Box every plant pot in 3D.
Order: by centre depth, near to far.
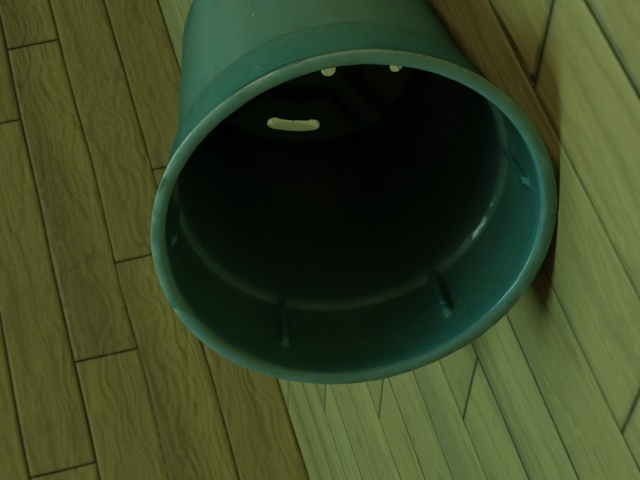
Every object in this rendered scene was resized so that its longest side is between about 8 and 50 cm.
[{"bbox_3d":[0.006,-0.105,1.294,0.334,0.341,0.341,-104,7,-52],"label":"plant pot"}]

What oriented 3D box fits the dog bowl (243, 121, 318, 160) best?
[{"bbox_3d":[0.000,0.000,1.522,0.104,0.265,0.265,-51,44,35],"label":"dog bowl"}]
